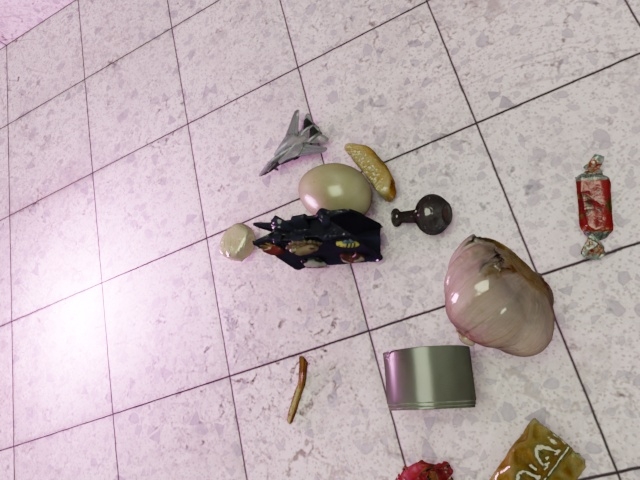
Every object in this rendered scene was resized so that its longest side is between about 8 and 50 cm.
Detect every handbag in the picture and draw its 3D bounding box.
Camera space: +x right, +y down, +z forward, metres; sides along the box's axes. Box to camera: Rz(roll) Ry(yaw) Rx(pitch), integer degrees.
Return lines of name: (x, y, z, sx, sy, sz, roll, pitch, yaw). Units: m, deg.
handbag: (0.000, 0.000, 1.563, 0.303, 0.329, 0.122, -7, 76, 23)

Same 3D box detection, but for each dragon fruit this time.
dragon fruit: (0.269, 0.633, 1.375, 0.165, 0.136, 0.133, -27, 96, -13)

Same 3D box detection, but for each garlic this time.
garlic: (0.445, 0.140, 1.340, 0.241, 0.321, 0.322, -27, 63, 46)

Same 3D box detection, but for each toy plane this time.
toy plane: (-0.104, -0.302, 1.840, 0.267, 0.088, 0.212, -43, 61, 17)

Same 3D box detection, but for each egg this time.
egg: (0.041, -0.146, 1.664, 0.253, 0.188, 0.189, 15, 82, 35)

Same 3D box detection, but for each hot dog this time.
hot dog: (0.166, -0.228, 1.690, 0.073, 0.084, 0.243, -37, 63, 7)

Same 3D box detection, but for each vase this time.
vase: (0.292, -0.073, 1.580, 0.182, 0.120, 0.120, -4, 73, 42)

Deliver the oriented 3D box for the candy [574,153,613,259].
candy: (0.719, -0.092, 1.408, 0.086, 0.059, 0.292, -3, 75, 23)

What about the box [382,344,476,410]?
box: (0.279, 0.358, 1.386, 0.226, 0.226, 0.150, -10, 71, 22)

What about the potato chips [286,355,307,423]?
potato chips: (-0.070, 0.453, 1.632, 0.026, 0.037, 0.204, 10, 85, 37)

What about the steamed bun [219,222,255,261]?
steamed bun: (-0.278, 0.007, 1.821, 0.112, 0.091, 0.130, 19, 81, 23)

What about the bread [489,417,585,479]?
bread: (0.499, 0.576, 1.280, 0.152, 0.130, 0.268, 36, 93, 24)
